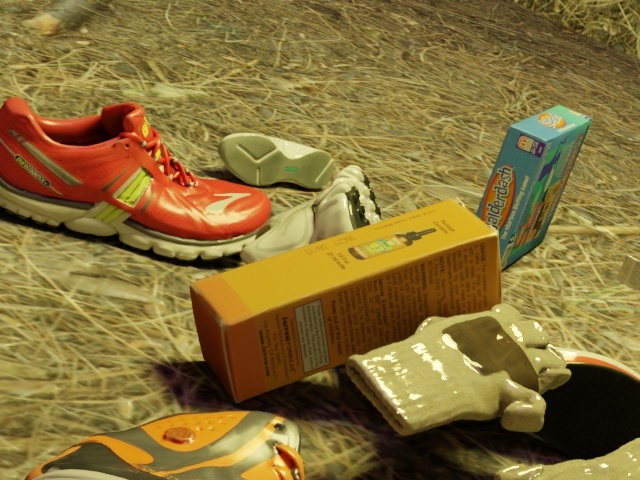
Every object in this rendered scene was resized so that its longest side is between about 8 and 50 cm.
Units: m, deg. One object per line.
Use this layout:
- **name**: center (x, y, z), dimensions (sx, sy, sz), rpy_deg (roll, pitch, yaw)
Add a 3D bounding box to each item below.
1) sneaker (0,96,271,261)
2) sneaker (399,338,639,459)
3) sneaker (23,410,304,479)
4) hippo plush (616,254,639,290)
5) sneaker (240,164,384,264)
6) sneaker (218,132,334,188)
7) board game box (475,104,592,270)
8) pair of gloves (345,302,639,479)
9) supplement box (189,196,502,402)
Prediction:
- **sneaker**: center (-0.163, -0.061, 1.425), dimensions (0.279, 0.118, 0.107), rpy_deg (11, 21, -24)
- **sneaker**: center (0.152, 0.100, 1.334), dimensions (0.270, 0.090, 0.145), rpy_deg (10, 23, -20)
- **sneaker**: center (-0.006, 0.174, 0.904), dimensions (0.321, 0.125, 0.180), rpy_deg (22, 19, 8)
- **hippo plush**: center (0.401, 0.117, 1.459), dimensions (0.294, 0.234, 0.236), rpy_deg (31, -5, 15)
- **sneaker**: center (0.000, 0.000, 1.453), dimensions (0.118, 0.110, 0.292), rpy_deg (-23, -1, 9)
- **sneaker**: center (-0.058, -0.087, 1.733), dimensions (0.152, 0.054, 0.061), rpy_deg (10, 10, -44)
- **board game box**: center (0.227, -0.058, 1.758), dimensions (0.047, 0.160, 0.210), rpy_deg (25, 18, 17)
- **pair of gloves**: center (0.147, 0.146, 1.157), dimensions (0.240, 0.042, 0.204), rpy_deg (45, 37, 20)
- **supplement box**: center (0.023, 0.043, 1.236), dimensions (0.233, 0.080, 0.078), rpy_deg (-20, 32, -16)
